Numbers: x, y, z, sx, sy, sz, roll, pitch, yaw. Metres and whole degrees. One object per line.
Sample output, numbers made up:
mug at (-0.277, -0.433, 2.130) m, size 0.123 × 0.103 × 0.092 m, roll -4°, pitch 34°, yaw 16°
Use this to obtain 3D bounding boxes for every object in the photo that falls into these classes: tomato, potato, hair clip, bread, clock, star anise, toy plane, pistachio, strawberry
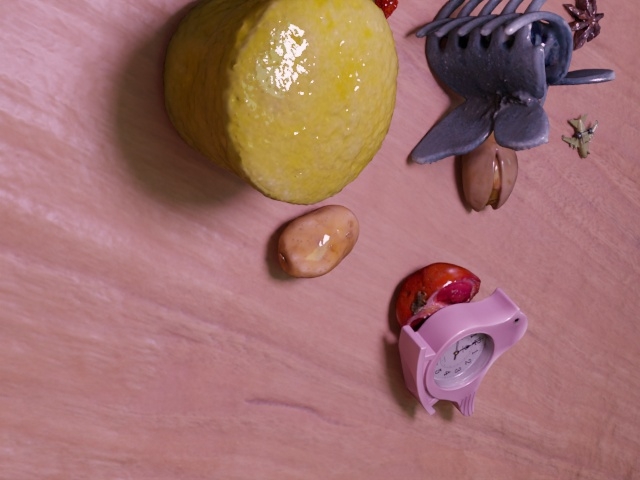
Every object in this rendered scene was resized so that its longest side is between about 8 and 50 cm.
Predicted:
tomato at (0.235, 0.109, 1.933) m, size 0.173 × 0.099 × 0.189 m, roll 6°, pitch 133°, yaw -50°
potato at (0.000, 0.000, 1.721) m, size 0.178 × 0.109 × 0.118 m, roll -32°, pitch 95°, yaw -34°
hair clip at (0.353, -0.343, 1.792) m, size 0.392 × 0.318 × 0.238 m, roll -38°, pitch 117°, yaw -23°
bread at (-0.075, -0.245, 1.488) m, size 0.348 × 0.308 × 0.348 m, roll -14°, pitch 112°, yaw -40°
clock at (0.307, 0.255, 1.962) m, size 0.275 × 0.080 × 0.290 m, roll -23°, pitch 134°, yaw -16°
star anise at (0.607, -0.508, 2.114) m, size 0.141 × 0.042 × 0.141 m, roll -7°, pitch 102°, yaw -36°
toy plane at (0.619, -0.244, 2.179) m, size 0.102 × 0.040 × 0.111 m, roll -23°, pitch 112°, yaw -11°
pistachio at (0.357, -0.148, 1.961) m, size 0.124 × 0.124 × 0.185 m, roll -18°, pitch 126°, yaw -33°
strawberry at (0.111, -0.446, 1.731) m, size 0.073 × 0.083 × 0.073 m, roll 1°, pitch 88°, yaw -25°

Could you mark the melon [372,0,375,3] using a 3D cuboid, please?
melon at (0.043, -0.395, 1.667) m, size 0.114 × 0.114 × 0.167 m, roll 6°, pitch 93°, yaw -38°
